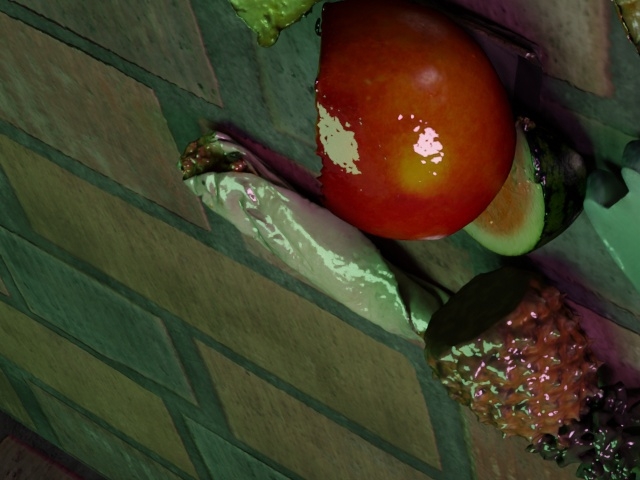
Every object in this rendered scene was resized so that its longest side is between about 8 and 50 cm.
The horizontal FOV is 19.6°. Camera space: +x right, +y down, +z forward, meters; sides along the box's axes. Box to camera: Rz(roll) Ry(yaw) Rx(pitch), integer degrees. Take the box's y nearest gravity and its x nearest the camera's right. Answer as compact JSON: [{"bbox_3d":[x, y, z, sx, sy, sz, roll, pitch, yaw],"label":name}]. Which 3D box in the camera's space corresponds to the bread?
[{"bbox_3d":[-0.032,-0.244,1.695,0.084,0.109,0.080,47,161,-3],"label":"bread"}]

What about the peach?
[{"bbox_3d":[0.057,-0.109,1.615,0.226,0.190,0.196,38,165,-27],"label":"peach"}]

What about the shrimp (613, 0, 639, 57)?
[{"bbox_3d":[0.325,-0.135,1.388,0.222,0.054,0.290,14,139,48],"label":"shrimp"}]

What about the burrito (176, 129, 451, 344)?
[{"bbox_3d":[0.000,0.000,2.135,0.392,0.076,0.117,36,151,6],"label":"burrito"}]

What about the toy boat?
[{"bbox_3d":[0.328,0.001,1.641,0.207,0.079,0.134,50,150,5],"label":"toy boat"}]

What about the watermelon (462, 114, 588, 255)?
[{"bbox_3d":[0.185,-0.048,1.744,0.119,0.063,0.245,46,161,5],"label":"watermelon"}]

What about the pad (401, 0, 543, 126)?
[{"bbox_3d":[0.131,-0.139,1.726,0.174,0.022,0.233,26,155,20],"label":"pad"}]

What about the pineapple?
[{"bbox_3d":[0.256,0.179,1.955,0.340,0.169,0.169,48,157,-26],"label":"pineapple"}]
